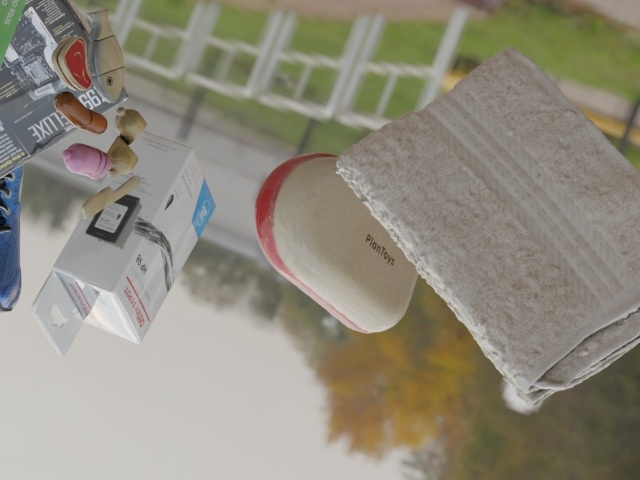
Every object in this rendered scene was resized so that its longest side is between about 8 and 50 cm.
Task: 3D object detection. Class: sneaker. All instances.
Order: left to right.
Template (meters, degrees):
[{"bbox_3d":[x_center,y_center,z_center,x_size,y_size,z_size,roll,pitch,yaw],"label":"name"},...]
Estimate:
[{"bbox_3d":[-0.389,-0.068,2.124,0.130,0.330,0.147,1,147,-23],"label":"sneaker"}]

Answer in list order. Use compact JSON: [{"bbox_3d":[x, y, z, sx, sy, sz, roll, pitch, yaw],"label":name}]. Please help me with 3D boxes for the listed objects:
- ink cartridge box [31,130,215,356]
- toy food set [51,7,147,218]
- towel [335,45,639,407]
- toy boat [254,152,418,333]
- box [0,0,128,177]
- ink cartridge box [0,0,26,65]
[{"bbox_3d":[-0.160,0.012,1.585,0.060,0.180,0.104,20,158,18],"label":"ink cartridge box"},{"bbox_3d":[-0.140,-0.079,1.217,0.019,0.122,0.078,6,-151,36],"label":"toy food set"},{"bbox_3d":[0.158,-0.017,1.510,0.282,0.187,0.049,51,166,28],"label":"towel"},{"bbox_3d":[0.000,0.000,2.091,0.151,0.151,0.231,3,155,38],"label":"toy boat"},{"bbox_3d":[-0.389,-0.172,1.973,0.242,0.307,0.076,57,180,-30],"label":"box"},{"bbox_3d":[-0.405,-0.229,1.554,0.278,0.117,0.201,26,170,-35],"label":"ink cartridge box"}]
